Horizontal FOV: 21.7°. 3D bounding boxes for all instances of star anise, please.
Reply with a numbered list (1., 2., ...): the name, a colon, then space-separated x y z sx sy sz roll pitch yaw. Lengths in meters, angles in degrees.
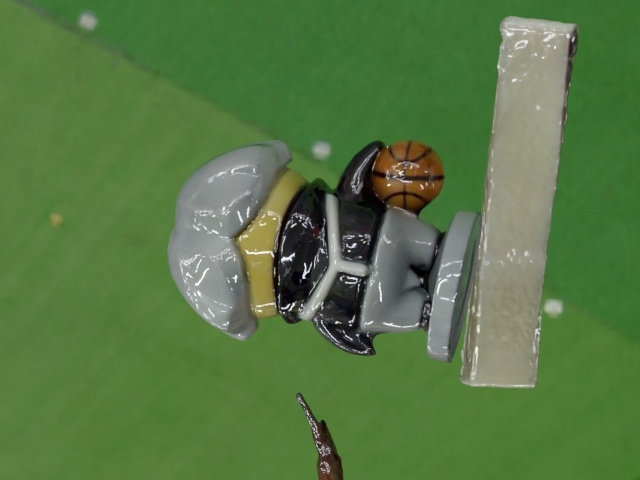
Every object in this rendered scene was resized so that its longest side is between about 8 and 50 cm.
1. star anise: 0.022 0.202 1.225 0.140 0.144 0.158 34 151 -13

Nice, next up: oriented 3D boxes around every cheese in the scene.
1. cheese: 0.204 -0.033 1.734 0.085 0.034 0.400 4 106 0

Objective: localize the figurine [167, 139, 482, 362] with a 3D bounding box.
1. figurine: 0.000 0.000 1.285 0.236 0.176 0.133 10 -179 11
